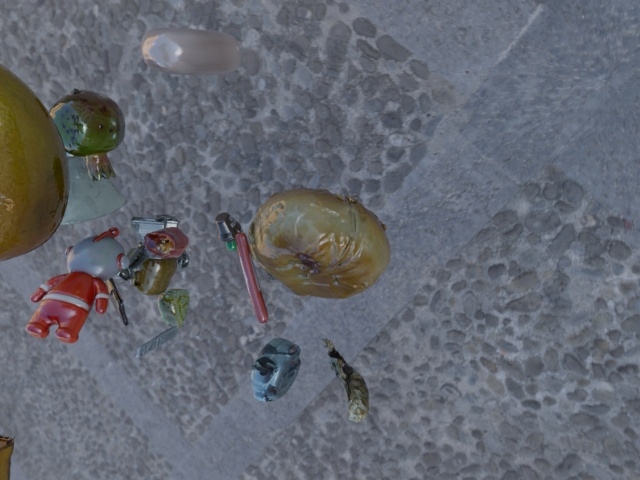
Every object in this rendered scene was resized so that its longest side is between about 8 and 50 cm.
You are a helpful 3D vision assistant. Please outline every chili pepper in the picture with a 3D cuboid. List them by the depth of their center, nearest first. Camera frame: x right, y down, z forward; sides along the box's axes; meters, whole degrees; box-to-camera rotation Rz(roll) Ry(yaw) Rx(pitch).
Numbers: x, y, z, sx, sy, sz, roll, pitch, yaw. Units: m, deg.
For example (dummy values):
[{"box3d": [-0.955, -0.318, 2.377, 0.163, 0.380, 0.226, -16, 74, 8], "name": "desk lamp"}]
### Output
[{"box3d": [-0.397, 0.007, 1.254, 0.084, 0.192, 0.086, -28, 90, 2], "name": "chili pepper"}]

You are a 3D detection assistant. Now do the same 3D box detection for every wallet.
[{"box3d": [-0.753, 0.201, 1.720, 0.232, 0.031, 0.122, 42, 139, 42], "name": "wallet"}]

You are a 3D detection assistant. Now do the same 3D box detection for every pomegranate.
[{"box3d": [-0.513, -0.236, 1.058, 0.159, 0.159, 0.205, -1, 106, 31], "name": "pomegranate"}]

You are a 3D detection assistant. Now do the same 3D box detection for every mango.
[{"box3d": [-0.467, -0.108, 0.654, 0.211, 0.173, 0.317, 9, 125, -12], "name": "mango"}]

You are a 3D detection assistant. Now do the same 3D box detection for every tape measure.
[{"box3d": [-0.188, 0.559, 2.034, 0.147, 0.275, 0.256, 22, 127, 21], "name": "tape measure"}]

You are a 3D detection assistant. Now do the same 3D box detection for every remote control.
[{"box3d": [-0.595, 0.365, 1.718, 0.027, 0.184, 0.050, 27, 117, 20], "name": "remote control"}]

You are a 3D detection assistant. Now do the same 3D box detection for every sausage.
[{"box3d": [-0.172, 0.090, 1.174, 0.034, 0.034, 0.253, -19, 84, 34], "name": "sausage"}]

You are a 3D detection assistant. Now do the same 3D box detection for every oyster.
[{"box3d": [0.085, 0.447, 1.566, 0.094, 0.166, 0.294, -26, 71, 2], "name": "oyster"}]

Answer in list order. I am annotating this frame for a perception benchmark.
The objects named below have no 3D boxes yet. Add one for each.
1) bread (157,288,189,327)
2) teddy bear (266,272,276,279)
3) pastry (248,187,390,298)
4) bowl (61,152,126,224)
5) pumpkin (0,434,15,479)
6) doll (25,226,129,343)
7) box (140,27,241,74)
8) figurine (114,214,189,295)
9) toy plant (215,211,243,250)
[{"box3d": [-0.589, 0.258, 1.866, 0.103, 0.110, 0.156, -4, 64, 17], "name": "bread"}, {"box3d": [-0.159, 0.099, 1.635, 0.160, 0.078, 0.119, 29, 133, 35], "name": "teddy bear"}, {"box3d": [0.000, 0.000, 1.330, 0.410, 0.245, 0.409, 10, 150, 6], "name": "pastry"}, {"box3d": [-0.699, -0.161, 1.268, 0.313, 0.313, 0.146, 14, 116, 27], "name": "bowl"}, {"box3d": [-0.829, 0.533, 0.990, 0.256, 0.303, 0.225, -14, 69, 64], "name": "pumpkin"}, {"box3d": [-0.595, 0.096, 1.192, 0.200, 0.336, 0.105, 7, 142, 7], "name": "doll"}, {"box3d": [-0.261, -0.385, 0.966, 0.146, 0.200, 0.088, 22, 119, 40], "name": "box"}, {"box3d": [-0.594, 0.059, 1.694, 0.167, 0.343, 0.284, 15, 104, 43], "name": "figurine"}, {"box3d": [-0.376, -0.022, 2.001, 0.105, 0.143, 0.200, -22, 127, 5], "name": "toy plant"}]
